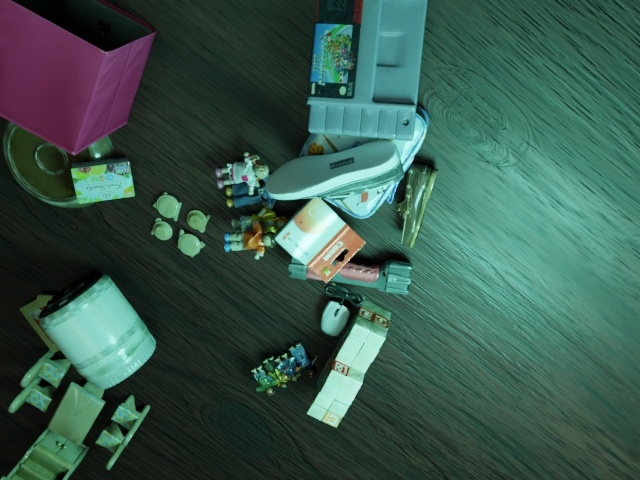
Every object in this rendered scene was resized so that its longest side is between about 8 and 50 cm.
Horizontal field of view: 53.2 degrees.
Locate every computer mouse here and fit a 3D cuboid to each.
[{"bbox_3d":[0.043,0.196,1.682,0.106,0.042,0.193,23,131,8],"label":"computer mouse"}]

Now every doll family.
[{"bbox_3d":[-0.151,-0.089,1.587,0.163,0.118,0.262,-4,96,21],"label":"doll family"},{"bbox_3d":[-0.095,0.368,1.797,0.193,0.076,0.111,-27,99,16],"label":"doll family"}]

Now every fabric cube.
[{"bbox_3d":[-0.562,-0.394,1.434,0.254,0.259,0.258,27,120,-2],"label":"fabric cube"}]

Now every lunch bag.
[{"bbox_3d":[0.094,-0.207,1.460,0.243,0.115,0.303,30,117,-5],"label":"lunch bag"}]

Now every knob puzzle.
[{"bbox_3d":[-0.778,0.234,1.915,0.213,0.030,0.213,5,116,11],"label":"knob puzzle"}]

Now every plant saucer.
[{"bbox_3d":[-0.689,-0.217,1.656,0.311,0.050,0.310,3,115,7],"label":"plant saucer"}]

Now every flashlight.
[{"bbox_3d":[0.076,0.066,1.605,0.304,0.103,0.103,8,87,7],"label":"flashlight"}]

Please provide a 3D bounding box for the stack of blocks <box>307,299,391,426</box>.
[{"bbox_3d":[0.076,0.324,1.688,0.087,0.171,0.297,26,118,-1],"label":"stack of blocks"}]

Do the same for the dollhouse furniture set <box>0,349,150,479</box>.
[{"bbox_3d":[-0.804,0.615,1.979,0.362,0.256,0.394,33,118,-5],"label":"dollhouse furniture set"}]

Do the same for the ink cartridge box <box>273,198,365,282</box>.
[{"bbox_3d":[0.000,0.000,1.523,0.179,0.045,0.145,43,94,-11],"label":"ink cartridge box"}]

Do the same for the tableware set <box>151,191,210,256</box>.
[{"bbox_3d":[-0.375,-0.041,1.697,0.169,0.020,0.141,27,116,0],"label":"tableware set"}]

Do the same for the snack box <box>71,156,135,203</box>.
[{"bbox_3d":[-0.554,-0.154,1.632,0.141,0.037,0.100,-10,124,-16],"label":"snack box"}]

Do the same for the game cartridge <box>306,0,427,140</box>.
[{"bbox_3d":[0.096,-0.392,1.321,0.230,0.068,0.354,5,92,6],"label":"game cartridge"}]

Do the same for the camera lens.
[{"bbox_3d":[-0.620,0.246,1.778,0.220,0.219,0.274,-25,108,22],"label":"camera lens"}]

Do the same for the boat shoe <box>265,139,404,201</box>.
[{"bbox_3d":[0.032,-0.132,1.392,0.302,0.108,0.102,-15,139,13],"label":"boat shoe"}]

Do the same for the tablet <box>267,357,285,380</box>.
[{"bbox_3d":[-0.118,0.380,1.852,0.054,0.006,0.083,24,117,1],"label":"tablet"}]

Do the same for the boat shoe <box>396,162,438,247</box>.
[{"bbox_3d":[0.218,-0.084,1.516,0.073,0.073,0.206,15,111,7],"label":"boat shoe"}]
